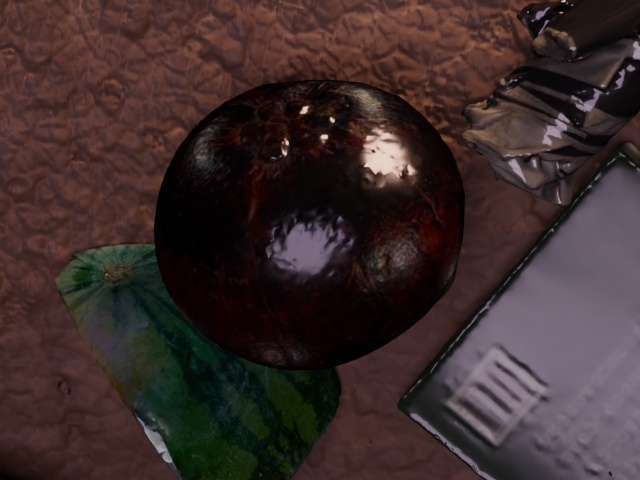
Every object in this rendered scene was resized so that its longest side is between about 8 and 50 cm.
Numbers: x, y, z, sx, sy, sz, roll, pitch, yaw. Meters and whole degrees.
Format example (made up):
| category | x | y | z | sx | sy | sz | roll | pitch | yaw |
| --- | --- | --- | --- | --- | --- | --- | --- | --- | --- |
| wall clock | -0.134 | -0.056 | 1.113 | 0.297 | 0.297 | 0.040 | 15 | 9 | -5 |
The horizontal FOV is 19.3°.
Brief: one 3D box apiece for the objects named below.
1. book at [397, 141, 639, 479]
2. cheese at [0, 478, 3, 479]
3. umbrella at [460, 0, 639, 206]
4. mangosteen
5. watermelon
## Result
| category | x | y | z | sx | sy | sz | roll | pitch | yaw |
| --- | --- | --- | --- | --- | --- | --- | --- | --- | --- |
| book | 0.276 | 0.141 | 1.350 | 0.371 | 0.043 | 0.260 | 40 | 107 | 1 |
| cheese | -0.311 | 0.279 | 1.435 | 0.315 | 0.128 | 0.260 | -5 | 108 | 16 |
| umbrella | 0.238 | -0.176 | 1.262 | 0.357 | 0.113 | 0.106 | -44 | 119 | 9 |
| mangosteen | -0.009 | -0.002 | 1.292 | 0.216 | 0.216 | 0.216 | 2 | 101 | 9 |
| watermelon | -0.079 | 0.080 | 1.372 | 0.146 | 0.128 | 0.231 | -34 | 92 | -4 |
